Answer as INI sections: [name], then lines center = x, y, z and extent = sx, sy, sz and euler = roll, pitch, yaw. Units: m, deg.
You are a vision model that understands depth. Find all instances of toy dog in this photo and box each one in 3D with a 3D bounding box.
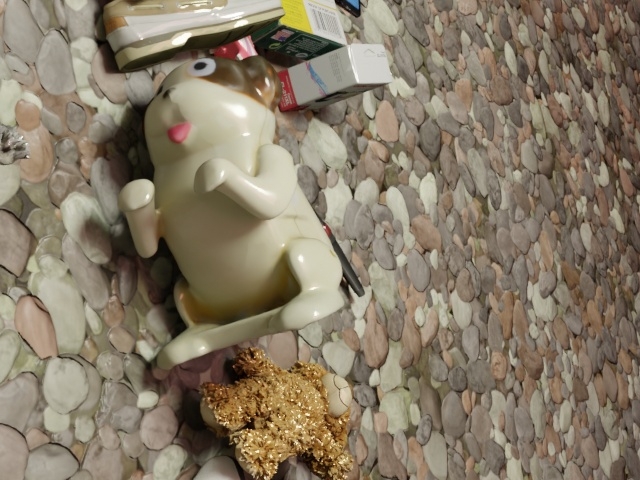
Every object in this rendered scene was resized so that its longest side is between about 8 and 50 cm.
[toy dog]
center = -0.116, -0.071, 1.607
extent = 0.395, 0.284, 0.408
euler = -25, 96, -55

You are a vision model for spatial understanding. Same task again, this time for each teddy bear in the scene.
[teddy bear]
center = -0.048, 0.263, 1.678
extent = 0.338, 0.113, 0.245
euler = 14, 29, -45

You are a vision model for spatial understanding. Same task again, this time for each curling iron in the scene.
[curling iron]
center = 0.000, 0.000, 1.951
extent = 0.274, 0.035, 0.068
euler = 54, 44, -26

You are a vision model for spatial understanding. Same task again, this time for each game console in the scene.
[game console]
center = 0.070, -0.546, 2.206
extent = 0.085, 0.124, 0.144
euler = 6, 71, -26

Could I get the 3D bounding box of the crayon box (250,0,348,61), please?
[crayon box]
center = -0.076, -0.486, 1.955
extent = 0.202, 0.081, 0.319
euler = 6, 65, -53

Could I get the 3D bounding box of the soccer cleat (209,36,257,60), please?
[soccer cleat]
center = -0.159, -0.362, 1.815
extent = 0.248, 0.083, 0.095
euler = 52, 55, -23

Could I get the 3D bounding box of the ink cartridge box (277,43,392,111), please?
[ink cartridge box]
center = 0.021, -0.291, 1.962
extent = 0.127, 0.175, 0.072
euler = -13, 89, -55

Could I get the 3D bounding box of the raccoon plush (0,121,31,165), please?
[raccoon plush]
center = -0.460, -0.222, 1.158
extent = 0.216, 0.299, 0.447
euler = 7, 73, -53

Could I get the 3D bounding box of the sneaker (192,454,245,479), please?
[sneaker]
center = -0.194, 0.388, 1.491
extent = 0.145, 0.090, 0.270
euler = 49, 45, -37

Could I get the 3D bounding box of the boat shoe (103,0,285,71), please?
[boat shoe]
center = -0.190, -0.350, 1.686
extent = 0.302, 0.113, 0.103
euler = -22, 90, -34
